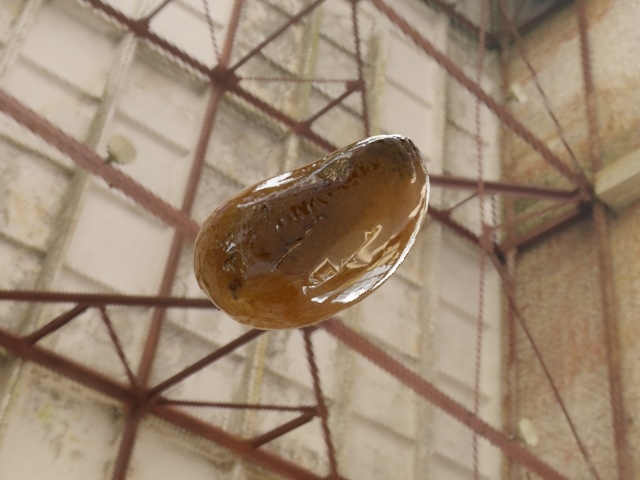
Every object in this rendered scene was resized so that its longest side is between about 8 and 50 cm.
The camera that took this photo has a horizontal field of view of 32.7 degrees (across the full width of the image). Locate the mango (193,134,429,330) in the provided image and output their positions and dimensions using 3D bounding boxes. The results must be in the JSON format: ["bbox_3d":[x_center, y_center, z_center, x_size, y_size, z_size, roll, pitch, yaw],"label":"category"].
[{"bbox_3d":[-0.001,0.003,0.674,0.105,0.159,0.084,52,-153,-31],"label":"mango"}]
